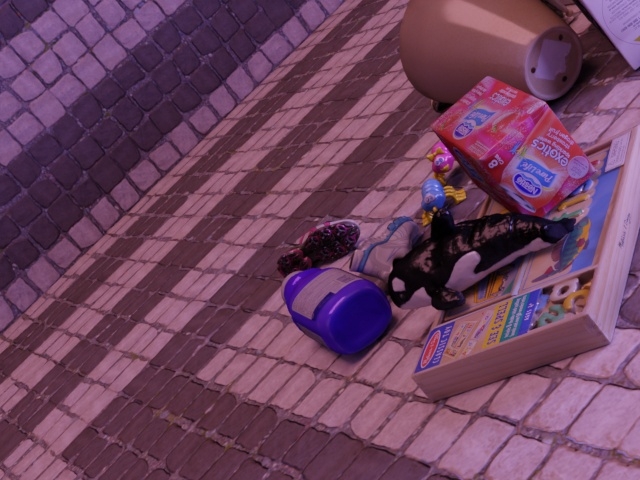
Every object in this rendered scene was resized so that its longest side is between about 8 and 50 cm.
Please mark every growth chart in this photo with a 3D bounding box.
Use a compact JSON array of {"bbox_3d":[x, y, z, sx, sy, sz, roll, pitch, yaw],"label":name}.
[{"bbox_3d":[0.399,-0.482,2.392,0.021,0.172,0.237,-62,23,5],"label":"growth chart"}]

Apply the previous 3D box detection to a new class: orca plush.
[{"bbox_3d":[0.186,0.006,1.612,0.287,0.102,0.151,-17,30,50],"label":"orca plush"}]

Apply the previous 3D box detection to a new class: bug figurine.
[{"bbox_3d":[0.259,-0.147,2.032,0.279,0.072,0.216,-36,19,13],"label":"bug figurine"}]

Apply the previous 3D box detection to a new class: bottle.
[{"bbox_3d":[0.011,0.100,1.915,0.118,0.092,0.283,-41,18,-11],"label":"bottle"}]

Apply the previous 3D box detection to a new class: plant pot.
[{"bbox_3d":[0.317,-0.337,2.133,0.256,0.256,0.274,-44,35,-10],"label":"plant pot"}]

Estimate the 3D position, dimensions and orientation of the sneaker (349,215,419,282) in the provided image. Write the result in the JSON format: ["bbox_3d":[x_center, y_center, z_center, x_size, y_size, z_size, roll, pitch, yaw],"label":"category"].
[{"bbox_3d":[0.121,0.024,1.939,0.191,0.083,0.071,-35,-30,-53],"label":"sneaker"}]

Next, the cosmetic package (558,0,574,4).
[{"bbox_3d":[0.498,-0.528,2.369,0.085,0.117,0.231,-43,20,-11],"label":"cosmetic package"}]

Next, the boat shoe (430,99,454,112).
[{"bbox_3d":[0.280,-0.301,2.379,0.152,0.056,0.049,-46,22,14],"label":"boat shoe"}]

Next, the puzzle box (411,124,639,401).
[{"bbox_3d":[0.289,0.024,1.617,0.272,0.052,0.409,-26,23,38],"label":"puzzle box"}]

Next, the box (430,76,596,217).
[{"bbox_3d":[0.266,-0.132,1.733,0.123,0.128,0.257,-40,19,2],"label":"box"}]

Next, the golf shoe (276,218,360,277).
[{"bbox_3d":[0.000,0.000,2.204,0.186,0.067,0.086,-27,21,35],"label":"golf shoe"}]

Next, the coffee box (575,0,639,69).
[{"bbox_3d":[0.522,-0.539,2.002,0.338,0.334,0.337,-38,20,14],"label":"coffee box"}]
